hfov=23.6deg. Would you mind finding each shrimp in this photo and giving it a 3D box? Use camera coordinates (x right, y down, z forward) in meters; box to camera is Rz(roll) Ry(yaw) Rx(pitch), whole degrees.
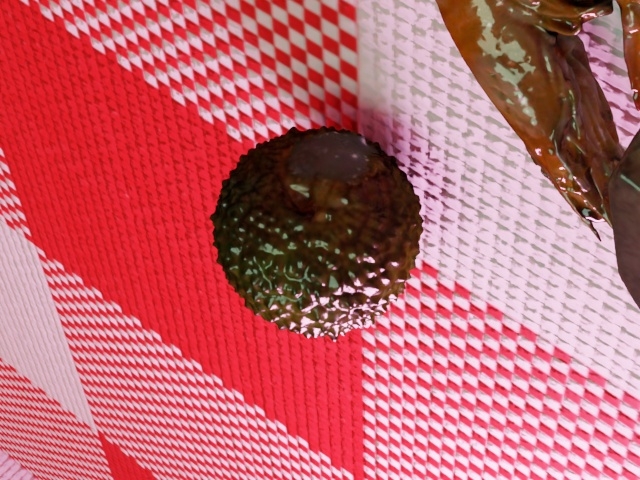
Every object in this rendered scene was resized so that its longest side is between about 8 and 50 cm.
[{"bbox_3d":[0.141,-0.104,0.855,0.150,0.068,0.248,5,131,46],"label":"shrimp"}]

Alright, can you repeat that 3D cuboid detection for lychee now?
[{"bbox_3d":[0.000,0.000,1.118,0.171,0.171,0.171,34,154,20],"label":"lychee"}]

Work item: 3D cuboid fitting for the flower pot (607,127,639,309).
[{"bbox_3d":[0.247,-0.054,0.531,0.290,0.259,0.290,36,154,21],"label":"flower pot"}]
